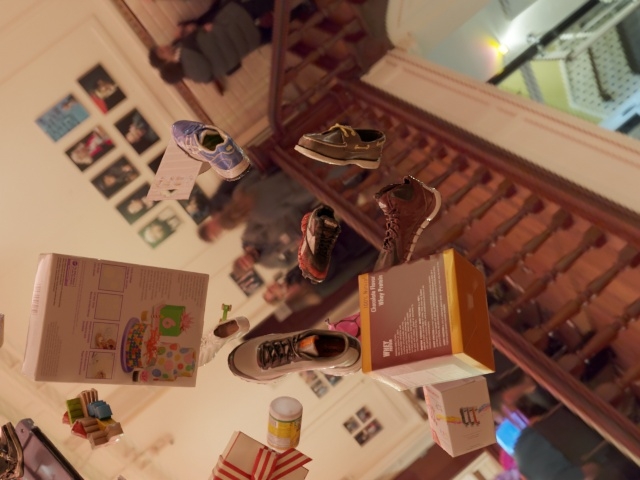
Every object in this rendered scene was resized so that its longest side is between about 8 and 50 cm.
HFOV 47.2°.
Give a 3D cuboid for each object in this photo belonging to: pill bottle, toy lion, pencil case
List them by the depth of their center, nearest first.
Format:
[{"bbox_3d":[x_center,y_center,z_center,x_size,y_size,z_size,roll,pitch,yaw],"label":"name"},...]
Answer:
[{"bbox_3d":[0.122,0.198,1.765,0.098,0.209,0.095,153,97,-78],"label":"pencil case"},{"bbox_3d":[-0.307,0.263,2.320,0.096,0.034,0.100,-88,9,-59],"label":"toy lion"},{"bbox_3d":[-0.125,0.651,2.513,0.117,0.118,0.208,43,133,53],"label":"pill bottle"}]

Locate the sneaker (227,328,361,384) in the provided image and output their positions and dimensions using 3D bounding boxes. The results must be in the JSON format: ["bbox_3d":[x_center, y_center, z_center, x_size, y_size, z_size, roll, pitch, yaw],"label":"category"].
[{"bbox_3d":[-0.052,0.215,1.431,0.108,0.272,0.100,68,-164,-62],"label":"sneaker"}]

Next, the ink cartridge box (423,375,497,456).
[{"bbox_3d":[0.345,0.420,1.830,0.128,0.127,0.176,-157,54,-74],"label":"ink cartridge box"}]

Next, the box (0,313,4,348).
[{"bbox_3d":[-0.950,0.238,1.925,0.203,0.114,0.103,17,-145,-4],"label":"box"}]

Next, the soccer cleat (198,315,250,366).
[{"bbox_3d":[-0.261,0.244,1.794,0.068,0.196,0.076,59,-170,21],"label":"soccer cleat"}]

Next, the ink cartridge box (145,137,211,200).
[{"bbox_3d":[-0.397,-0.205,2.139,0.181,0.224,0.056,0,154,35],"label":"ink cartridge box"}]

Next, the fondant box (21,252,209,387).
[{"bbox_3d":[-0.400,0.163,1.460,0.330,0.238,0.096,10,172,-34],"label":"fondant box"}]

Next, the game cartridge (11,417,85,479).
[{"bbox_3d":[-0.838,0.737,2.199,0.355,0.230,0.068,38,-171,22],"label":"game cartridge"}]

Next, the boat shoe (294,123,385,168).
[{"bbox_3d":[0.053,-0.233,1.751,0.109,0.091,0.305,31,-160,32],"label":"boat shoe"}]

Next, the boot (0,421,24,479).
[{"bbox_3d":[-0.934,0.619,2.056,0.085,0.179,0.236,51,141,36],"label":"boot"}]

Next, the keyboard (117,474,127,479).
[{"bbox_3d":[-0.599,0.846,2.219,0.072,0.014,0.255,-2,87,53],"label":"keyboard"}]

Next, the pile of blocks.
[{"bbox_3d":[-0.761,0.571,2.364,0.362,0.113,0.148,3,100,52],"label":"pile of blocks"}]

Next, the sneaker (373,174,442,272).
[{"bbox_3d":[0.175,-0.042,1.853,0.163,0.281,0.106,34,173,-28],"label":"sneaker"}]

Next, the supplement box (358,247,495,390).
[{"bbox_3d":[0.185,0.145,1.302,0.129,0.194,0.191,34,-133,-46],"label":"supplement box"}]

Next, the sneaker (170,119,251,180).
[{"bbox_3d":[-0.214,-0.191,1.381,0.211,0.080,0.081,29,157,36],"label":"sneaker"}]

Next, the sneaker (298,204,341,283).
[{"bbox_3d":[0.000,0.000,2.255,0.098,0.135,0.276,23,-133,-23],"label":"sneaker"}]

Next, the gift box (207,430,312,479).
[{"bbox_3d":[-0.171,0.683,2.052,0.276,0.255,0.258,25,164,-3],"label":"gift box"}]
